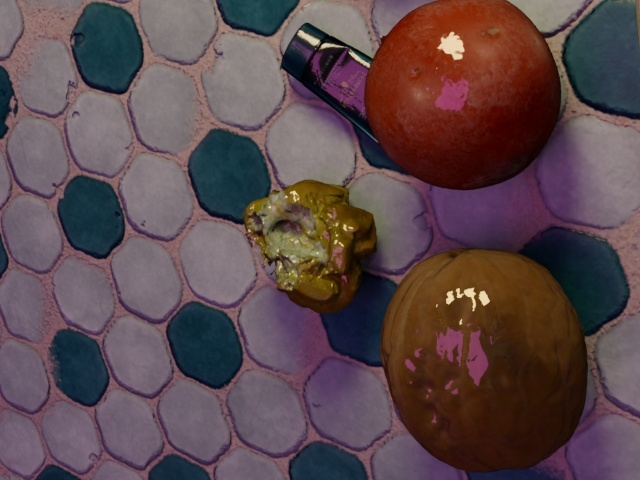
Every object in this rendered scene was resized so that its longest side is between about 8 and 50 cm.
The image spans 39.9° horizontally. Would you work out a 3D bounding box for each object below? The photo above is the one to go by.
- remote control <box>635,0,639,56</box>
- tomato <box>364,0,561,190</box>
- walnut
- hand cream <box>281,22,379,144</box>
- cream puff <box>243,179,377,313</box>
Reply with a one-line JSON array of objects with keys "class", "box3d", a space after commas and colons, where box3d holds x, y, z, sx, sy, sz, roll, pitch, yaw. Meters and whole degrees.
[{"class": "remote control", "box3d": [0.478, -0.265, 1.153, 0.123, 0.038, 0.285, -2, 100, 30]}, {"class": "tomato", "box3d": [0.196, -0.191, 1.192, 0.265, 0.265, 0.264, 7, 104, 28]}, {"class": "walnut", "box3d": [0.228, 0.171, 1.252, 0.333, 0.333, 0.332, 7, 104, 28]}, {"class": "hand cream", "box3d": [0.065, -0.237, 1.390, 0.270, 0.061, 0.120, 35, 111, 10]}, {"class": "cream puff", "box3d": [0.002, 0.001, 1.415, 0.195, 0.195, 0.221, -42, 68, 30]}]
